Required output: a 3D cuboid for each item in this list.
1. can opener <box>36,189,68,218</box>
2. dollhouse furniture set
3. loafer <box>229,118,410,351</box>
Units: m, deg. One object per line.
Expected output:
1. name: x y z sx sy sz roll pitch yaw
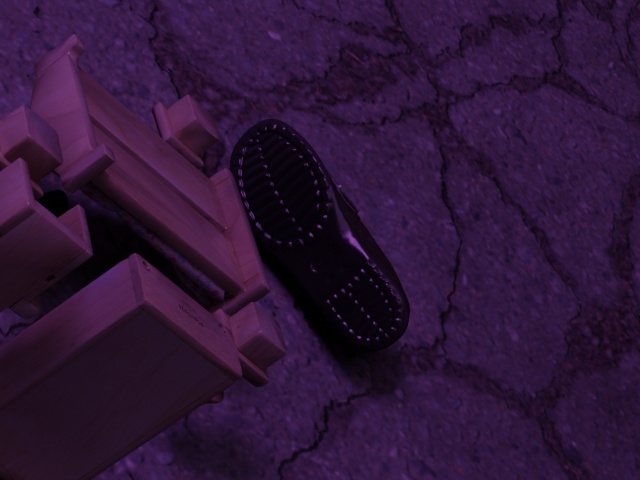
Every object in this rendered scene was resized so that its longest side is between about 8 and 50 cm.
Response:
1. can opener: -0.253 -0.003 1.293 0.059 0.073 0.186 18 30 24
2. dollhouse furniture set: -0.196 -0.015 1.281 0.303 0.174 0.355 43 19 -41
3. loafer: 0.000 0.000 1.493 0.220 0.080 0.078 59 10 14
